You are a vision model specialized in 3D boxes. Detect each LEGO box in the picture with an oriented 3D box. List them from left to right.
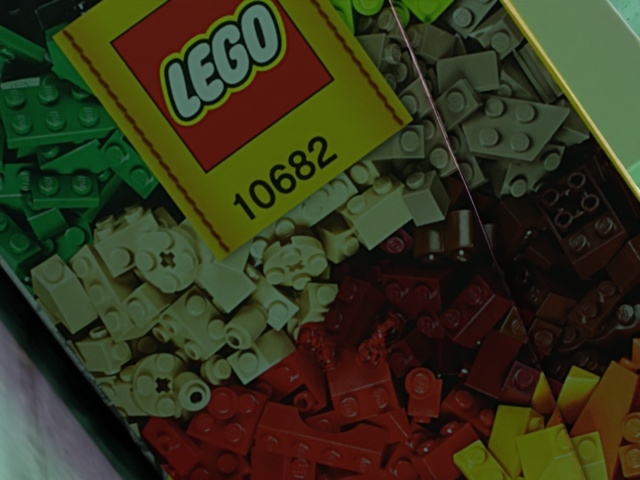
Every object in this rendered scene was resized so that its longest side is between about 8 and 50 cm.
[{"bbox_3d":[0.000,0.000,0.648,0.372,0.193,0.500,54,-1,-5],"label":"LEGO box"}]

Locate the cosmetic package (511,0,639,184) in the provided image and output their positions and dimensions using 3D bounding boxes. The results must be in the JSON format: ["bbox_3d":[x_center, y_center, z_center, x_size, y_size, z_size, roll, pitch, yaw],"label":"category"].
[{"bbox_3d":[0.081,-0.146,0.753,0.309,0.113,0.160,55,-1,11],"label":"cosmetic package"}]
